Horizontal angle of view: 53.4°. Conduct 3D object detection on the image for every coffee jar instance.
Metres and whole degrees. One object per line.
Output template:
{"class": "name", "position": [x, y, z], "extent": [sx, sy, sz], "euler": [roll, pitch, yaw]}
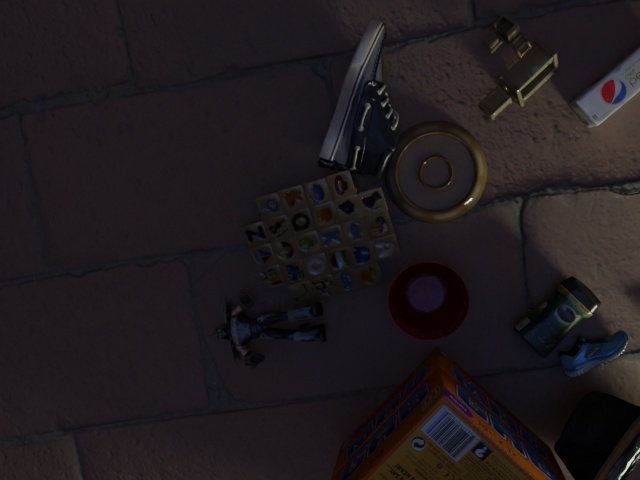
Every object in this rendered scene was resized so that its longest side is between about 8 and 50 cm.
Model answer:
{"class": "coffee jar", "position": [0.536, 0.171, 1.441], "extent": [0.096, 0.079, 0.184], "euler": [45, 100, 3]}

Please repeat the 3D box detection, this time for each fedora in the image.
{"class": "fedora", "position": [0.612, 0.436, 1.384], "extent": [0.152, 0.334, 0.334], "euler": [34, 101, 33]}

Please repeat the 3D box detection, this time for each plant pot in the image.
{"class": "plant pot", "position": [0.264, -0.155, 1.456], "extent": [0.236, 0.032, 0.236], "euler": [1, 96, 6]}

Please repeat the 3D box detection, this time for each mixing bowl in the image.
{"class": "mixing bowl", "position": [0.245, 0.129, 1.458], "extent": [0.181, 0.098, 0.181], "euler": [1, 98, 7]}

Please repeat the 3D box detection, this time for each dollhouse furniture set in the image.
{"class": "dollhouse furniture set", "position": [0.397, -0.371, 1.403], "extent": [0.182, 0.101, 0.161], "euler": [-44, 66, 10]}

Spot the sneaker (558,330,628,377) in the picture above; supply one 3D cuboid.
{"class": "sneaker", "position": [0.620, 0.247, 1.450], "extent": [0.162, 0.063, 0.073], "euler": [-31, 89, 9]}

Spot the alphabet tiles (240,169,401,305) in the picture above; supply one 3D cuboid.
{"class": "alphabet tiles", "position": [0.000, 0.000, 1.476], "extent": [0.343, 0.011, 0.285], "euler": [-15, 107, 12]}

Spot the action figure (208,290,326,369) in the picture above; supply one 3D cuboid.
{"class": "action figure", "position": [-0.133, 0.205, 1.513], "extent": [0.285, 0.099, 0.185], "euler": [-9, 101, 10]}

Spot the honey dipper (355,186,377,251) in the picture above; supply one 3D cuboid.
{"class": "honey dipper", "position": [0.102, -0.051, 1.488], "extent": [0.030, 0.030, 0.160], "euler": [-20, 93, 8]}

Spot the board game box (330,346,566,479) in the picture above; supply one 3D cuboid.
{"class": "board game box", "position": [0.268, 0.512, 1.364], "extent": [0.356, 0.356, 0.356], "euler": [42, 99, 3]}

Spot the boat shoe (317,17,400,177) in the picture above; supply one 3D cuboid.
{"class": "boat shoe", "position": [0.119, -0.302, 1.418], "extent": [0.158, 0.127, 0.340], "euler": [20, 107, -1]}

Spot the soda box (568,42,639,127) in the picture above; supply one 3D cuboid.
{"class": "soda box", "position": [0.649, -0.342, 1.371], "extent": [0.216, 0.069, 0.074], "euler": [-41, 90, 9]}
